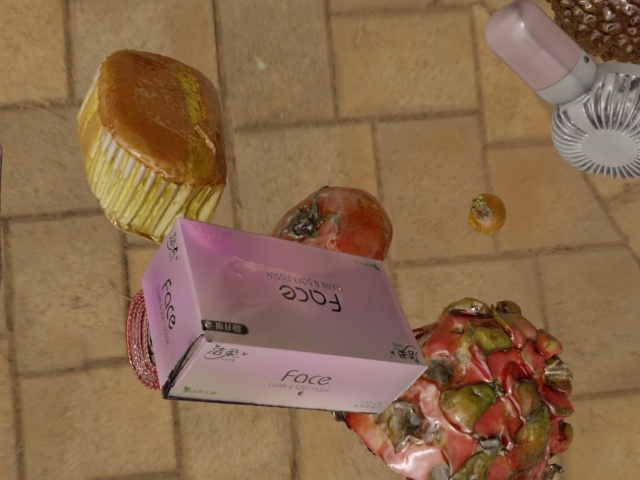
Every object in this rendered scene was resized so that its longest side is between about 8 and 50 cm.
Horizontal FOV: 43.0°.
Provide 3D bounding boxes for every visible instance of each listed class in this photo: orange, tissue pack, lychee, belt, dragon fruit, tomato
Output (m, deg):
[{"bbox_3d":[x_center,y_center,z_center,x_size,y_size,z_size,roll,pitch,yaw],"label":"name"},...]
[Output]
[{"bbox_3d":[0.346,-0.056,1.686,0.086,0.062,0.086,-2,82,13],"label":"orange"},{"bbox_3d":[-0.036,0.075,0.779,0.246,0.092,0.149,12,40,-34],"label":"tissue pack"},{"bbox_3d":[0.436,-0.354,1.047,0.267,0.267,0.268,0,84,-4],"label":"lychee"},{"bbox_3d":[-0.279,0.167,1.522,0.128,0.124,0.201,12,107,27],"label":"belt"},{"bbox_3d":[0.212,0.204,1.132,0.296,0.314,0.263,35,94,38],"label":"dragon fruit"},{"bbox_3d":[0.000,0.000,1.371,0.237,0.236,0.095,-50,131,-7],"label":"tomato"}]

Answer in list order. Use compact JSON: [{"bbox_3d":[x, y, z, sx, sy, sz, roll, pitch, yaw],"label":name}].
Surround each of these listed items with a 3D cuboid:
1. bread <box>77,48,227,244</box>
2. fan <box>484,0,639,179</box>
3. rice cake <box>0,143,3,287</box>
[{"bbox_3d":[-0.216,-0.139,1.104,0.204,0.288,0.156,18,125,-30],"label":"bread"},{"bbox_3d":[0.264,-0.153,0.823,0.244,0.130,0.074,36,59,-23],"label":"fan"},{"bbox_3d":[-0.278,0.009,0.606,0.050,0.298,0.106,-17,56,-36],"label":"rice cake"}]
